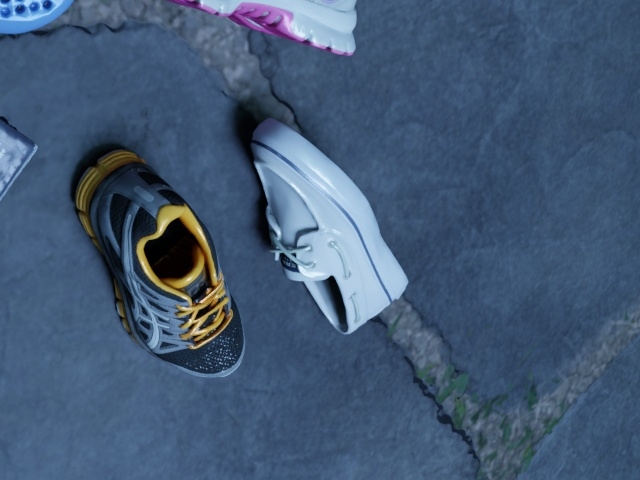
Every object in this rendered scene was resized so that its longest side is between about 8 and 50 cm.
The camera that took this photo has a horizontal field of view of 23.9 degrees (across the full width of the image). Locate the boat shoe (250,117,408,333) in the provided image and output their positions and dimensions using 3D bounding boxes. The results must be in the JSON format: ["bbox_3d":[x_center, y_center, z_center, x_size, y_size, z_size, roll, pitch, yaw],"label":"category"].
[{"bbox_3d":[0.000,0.000,1.173,0.076,0.083,0.226,-50,135,-12],"label":"boat shoe"}]

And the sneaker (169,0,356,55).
[{"bbox_3d":[-0.062,-0.207,1.019,0.252,0.103,0.111,10,100,-50],"label":"sneaker"}]

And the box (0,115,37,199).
[{"bbox_3d":[-0.273,-0.078,0.849,0.158,0.156,0.093,37,85,-44],"label":"box"}]

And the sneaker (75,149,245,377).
[{"bbox_3d":[-0.104,0.033,1.101,0.084,0.083,0.215,-45,134,-18],"label":"sneaker"}]

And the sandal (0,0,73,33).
[{"bbox_3d":[-0.237,-0.217,0.828,0.126,0.138,0.317,-56,136,-8],"label":"sandal"}]
